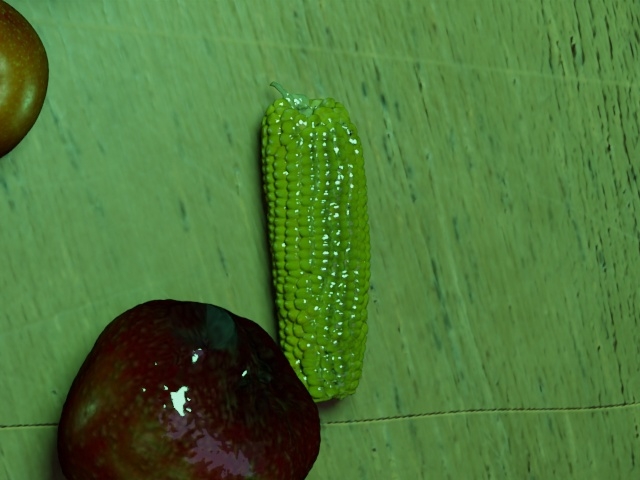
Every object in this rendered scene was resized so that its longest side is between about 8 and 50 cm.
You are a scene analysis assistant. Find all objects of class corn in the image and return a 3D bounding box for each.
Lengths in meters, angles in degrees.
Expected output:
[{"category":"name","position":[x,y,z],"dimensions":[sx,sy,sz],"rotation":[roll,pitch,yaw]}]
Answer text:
[{"category":"corn","position":[0.000,0.000,1.384],"dimensions":[0.101,0.101,0.310],"rotation":[-8,95,-20]}]

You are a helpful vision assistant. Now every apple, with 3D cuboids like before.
[{"category":"apple","position":[-0.312,-0.138,1.234],"dimensions":[0.163,0.139,0.163],"rotation":[-1,92,-21]}]

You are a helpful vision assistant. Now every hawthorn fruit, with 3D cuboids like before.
[{"category":"hawthorn fruit","position":[-0.141,0.185,1.296],"dimensions":[0.266,0.210,0.230],"rotation":[-41,114,4]}]
